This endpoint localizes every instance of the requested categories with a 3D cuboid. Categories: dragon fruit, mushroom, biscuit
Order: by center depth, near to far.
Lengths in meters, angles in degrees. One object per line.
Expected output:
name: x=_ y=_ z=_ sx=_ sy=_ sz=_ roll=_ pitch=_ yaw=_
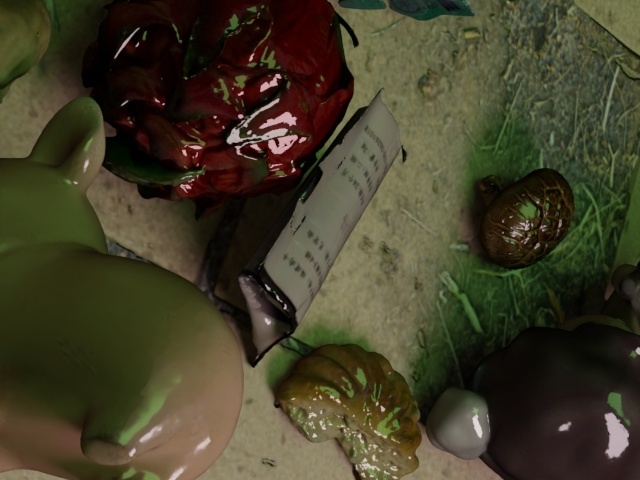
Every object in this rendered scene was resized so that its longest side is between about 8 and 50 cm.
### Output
dragon fruit: x=-0.074 y=-0.161 z=1.272 sx=0.234 sy=0.234 sz=0.293 roll=40 pitch=65 yaw=-32
biscuit: x=0.042 y=0.163 z=1.468 sx=0.183 sy=0.061 sz=0.118 roll=40 pitch=64 yaw=-31
mushroom: x=0.220 y=-0.024 z=1.599 sx=0.126 sy=0.085 sz=0.109 roll=-36 pitch=112 yaw=-28

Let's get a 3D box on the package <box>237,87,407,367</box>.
package: x=0.000 y=0.000 z=1.339 sx=0.062 sy=0.251 sz=0.204 roll=30 pitch=68 yaw=8

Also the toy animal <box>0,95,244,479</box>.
toy animal: x=-0.206 y=0.061 z=1.117 sx=0.269 sy=0.326 sz=0.237 roll=-67 pitch=172 yaw=-49

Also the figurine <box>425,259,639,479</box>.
figurine: x=0.294 y=0.116 z=1.584 sx=0.206 sy=0.218 sz=0.365 roll=49 pitch=55 yaw=-25

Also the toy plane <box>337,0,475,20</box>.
toy plane: x=0.010 y=-0.321 z=1.397 sx=0.382 sy=0.155 sz=0.106 roll=50 pitch=59 yaw=-47

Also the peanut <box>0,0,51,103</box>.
peanut: x=-0.311 y=-0.166 z=1.137 sx=0.224 sy=0.129 sz=0.129 roll=11 pitch=83 yaw=-43
